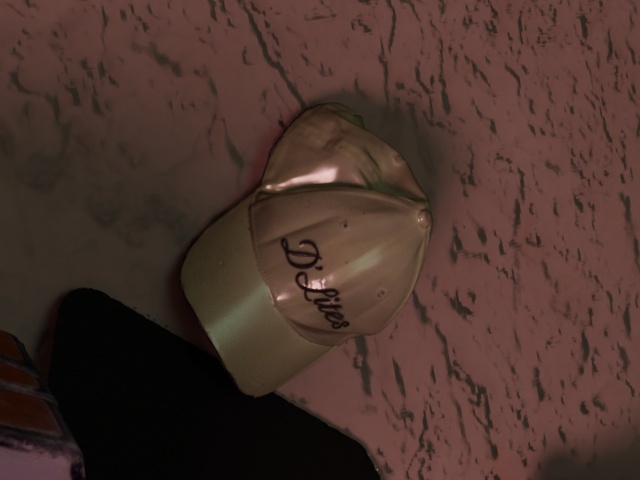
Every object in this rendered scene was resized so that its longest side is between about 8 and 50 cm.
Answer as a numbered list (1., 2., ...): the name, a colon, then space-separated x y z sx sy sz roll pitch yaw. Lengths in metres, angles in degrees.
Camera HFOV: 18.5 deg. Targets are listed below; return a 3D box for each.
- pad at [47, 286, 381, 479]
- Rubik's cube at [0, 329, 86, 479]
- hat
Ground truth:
1. pad: -0.073 0.210 0.986 0.250 0.055 0.323 35 63 -36
2. Rubik's cube: -0.221 0.145 0.705 0.264 0.319 0.319 -6 90 -18
3. hat: -0.006 0.003 1.063 0.166 0.081 0.122 -35 101 -32
